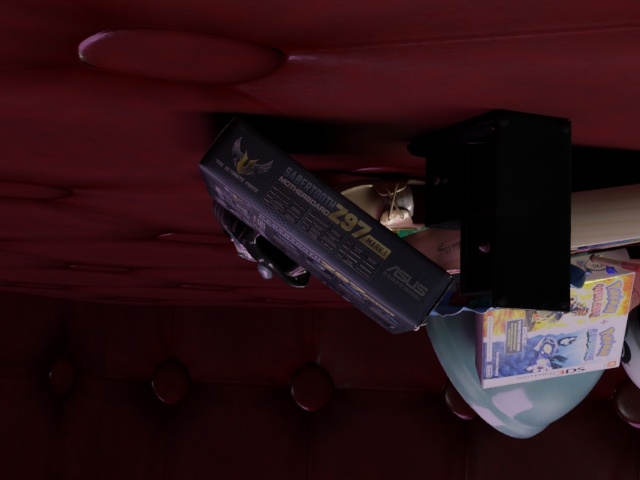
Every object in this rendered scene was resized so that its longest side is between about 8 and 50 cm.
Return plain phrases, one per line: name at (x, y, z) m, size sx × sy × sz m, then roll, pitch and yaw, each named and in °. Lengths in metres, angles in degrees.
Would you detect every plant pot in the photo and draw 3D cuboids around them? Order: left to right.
plant pot at (0.312, 0.110, 1.682) m, size 0.196 × 0.293 × 0.293 m, roll -34°, pitch 154°, yaw 31°

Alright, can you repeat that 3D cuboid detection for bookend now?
bookend at (0.139, -0.016, 0.999) m, size 0.072 × 0.156 × 0.157 m, roll 4°, pitch 174°, yaw -23°

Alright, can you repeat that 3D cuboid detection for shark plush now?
shark plush at (-0.092, -0.009, 1.734) m, size 0.067 × 0.073 × 0.161 m, roll -23°, pitch 140°, yaw 27°

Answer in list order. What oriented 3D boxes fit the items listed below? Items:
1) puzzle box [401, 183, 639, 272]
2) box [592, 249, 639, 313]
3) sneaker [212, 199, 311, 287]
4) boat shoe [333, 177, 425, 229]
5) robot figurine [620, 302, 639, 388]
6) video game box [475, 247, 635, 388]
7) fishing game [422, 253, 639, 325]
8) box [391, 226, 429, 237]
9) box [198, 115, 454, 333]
puzzle box at (0.256, -0.010, 1.251) m, size 0.272 × 0.052 × 0.409 m, roll -9°, pitch 177°, yaw -17°
box at (0.493, 0.085, 1.882) m, size 0.164 × 0.021 × 0.201 m, roll -1°, pitch 139°, yaw 43°
sneaker at (0.000, 0.000, 1.302) m, size 0.227 × 0.087 × 0.130 m, roll 11°, pitch -149°, yaw -41°
boat shoe at (0.082, -0.041, 1.244) m, size 0.170 × 0.063 × 0.059 m, roll -6°, pitch 174°, yaw -29°
robot figurine at (0.546, 0.114, 1.650) m, size 0.209 × 0.173 × 0.278 m, roll 6°, pitch 140°, yaw -39°
video game box at (0.290, 0.102, 1.479) m, size 0.187 × 0.048 × 0.205 m, roll -11°, pitch 140°, yaw -2°
fishing game at (0.194, 0.044, 1.248) m, size 0.264 × 0.041 × 0.189 m, roll -14°, pitch -175°, yaw -6°
box at (0.078, -0.002, 1.651) m, size 0.105 × 0.043 × 0.179 m, roll 8°, pitch 173°, yaw -42°
box at (0.001, -0.007, 1.056) m, size 0.232 × 0.059 × 0.183 m, roll 36°, pitch 174°, yaw 2°
